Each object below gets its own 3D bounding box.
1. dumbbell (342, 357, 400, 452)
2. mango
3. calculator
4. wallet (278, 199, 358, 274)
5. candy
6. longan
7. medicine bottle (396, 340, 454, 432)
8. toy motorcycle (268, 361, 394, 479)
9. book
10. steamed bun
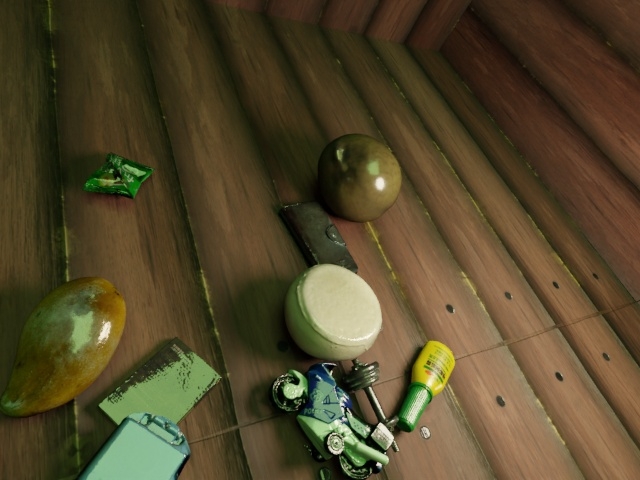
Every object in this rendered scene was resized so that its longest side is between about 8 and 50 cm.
[{"bbox_3d":[0.147,0.438,1.122,0.110,0.110,0.255,-12,67,-34],"label":"dumbbell"},{"bbox_3d":[-0.548,0.222,0.900,0.192,0.146,0.317,19,54,-2],"label":"mango"},{"bbox_3d":[-0.389,0.489,0.817,0.172,0.051,0.293,35,53,-2],"label":"calculator"},{"bbox_3d":[0.000,0.000,1.426,0.172,0.045,0.318,-15,64,-34],"label":"wallet"},{"bbox_3d":[-0.599,-0.188,1.244,0.141,0.078,0.203,29,34,-19],"label":"candy"},{"bbox_3d":[0.137,-0.224,1.501,0.318,0.319,0.319,14,49,-17],"label":"longan"},{"bbox_3d":[0.305,0.426,1.227,0.111,0.076,0.309,40,48,8],"label":"medicine bottle"},{"bbox_3d":[0.032,0.437,1.050,0.331,0.125,0.196,40,48,12],"label":"toy motorcycle"},{"bbox_3d":[-0.366,0.351,0.972,0.160,0.024,0.228,41,47,6],"label":"book"},{"bbox_3d":[0.023,0.212,1.177,0.282,0.177,0.283,17,43,-17],"label":"steamed bun"}]
